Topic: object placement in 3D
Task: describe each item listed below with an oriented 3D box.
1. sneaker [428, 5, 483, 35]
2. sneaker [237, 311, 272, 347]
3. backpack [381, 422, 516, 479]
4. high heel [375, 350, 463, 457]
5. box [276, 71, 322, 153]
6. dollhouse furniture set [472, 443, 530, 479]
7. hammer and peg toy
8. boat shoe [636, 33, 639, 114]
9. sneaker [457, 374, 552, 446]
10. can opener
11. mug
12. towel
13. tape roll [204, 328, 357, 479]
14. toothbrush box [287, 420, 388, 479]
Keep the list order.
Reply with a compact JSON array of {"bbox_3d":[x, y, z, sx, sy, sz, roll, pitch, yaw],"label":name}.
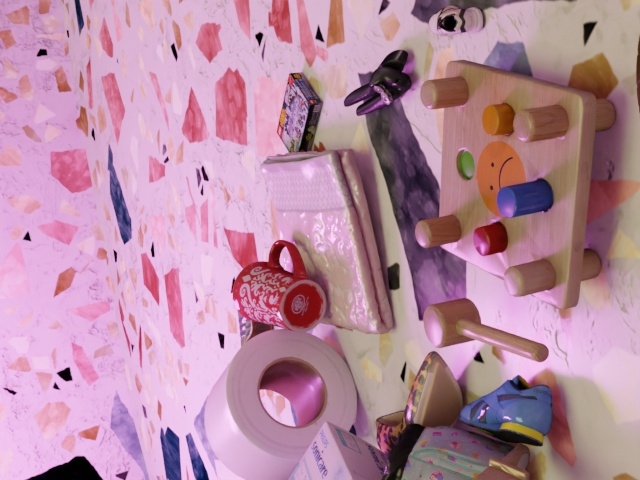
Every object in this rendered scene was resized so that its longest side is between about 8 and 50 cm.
[{"bbox_3d":[0.171,-0.293,1.376,0.109,0.043,0.040,13,113,65],"label":"sneaker"},{"bbox_3d":[-0.141,0.172,2.178,0.086,0.064,0.192,-128,37,-58],"label":"sneaker"},{"bbox_3d":[0.186,0.321,1.414,0.182,0.152,0.115,15,110,15],"label":"backpack"},{"bbox_3d":[0.133,0.250,1.592,0.186,0.093,0.261,40,139,51],"label":"high heel"},{"bbox_3d":[-0.040,-0.220,1.857,0.094,0.027,0.137,60,148,38],"label":"box"},{"bbox_3d":[0.359,0.441,1.240,0.355,0.173,0.303,17,116,35],"label":"dollhouse furniture set"},{"bbox_3d":[0.232,-0.022,1.252,0.266,0.127,0.362,30,126,56],"label":"hammer and peg toy"},{"bbox_3d":[0.366,-0.128,1.002,0.104,0.089,0.285,-94,2,-80],"label":"boat shoe"},{"bbox_3d":[0.253,0.226,1.386,0.209,0.069,0.082,153,138,-72],"label":"sneaker"},{"bbox_3d":[0.088,-0.226,1.574,0.059,0.073,0.186,40,157,-7],"label":"can opener"},{"bbox_3d":[-0.073,0.085,1.813,0.169,0.113,0.150,13,118,60],"label":"mug"},{"bbox_3d":[0.000,0.000,1.796,0.332,0.053,0.317,4,108,65],"label":"towel"},{"bbox_3d":[-0.075,0.302,1.867,0.246,0.246,0.169,69,153,21],"label":"tape roll"},{"bbox_3d":[-0.001,0.453,1.534,0.296,0.126,0.216,-57,15,6],"label":"toothbrush box"}]
